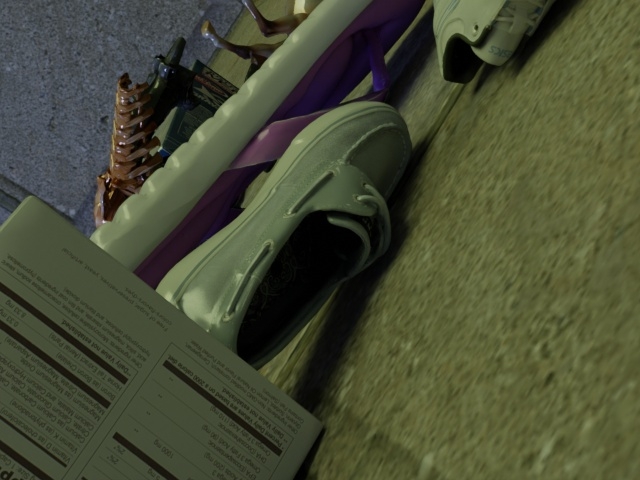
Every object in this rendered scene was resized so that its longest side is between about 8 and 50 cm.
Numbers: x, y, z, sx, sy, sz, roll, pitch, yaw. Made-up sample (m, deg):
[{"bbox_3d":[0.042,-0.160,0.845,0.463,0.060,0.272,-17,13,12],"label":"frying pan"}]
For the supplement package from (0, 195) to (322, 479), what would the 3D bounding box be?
[{"bbox_3d":[-0.172,0.161,0.622,0.199,0.198,0.263,-39,15,54],"label":"supplement package"}]

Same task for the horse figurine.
[{"bbox_3d":[-0.027,-0.251,1.287,0.066,0.174,0.263,-29,43,48],"label":"horse figurine"}]

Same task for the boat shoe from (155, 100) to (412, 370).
[{"bbox_3d":[-0.001,0.000,0.717,0.081,0.079,0.227,13,47,40],"label":"boat shoe"}]

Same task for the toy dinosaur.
[{"bbox_3d":[-0.122,-0.043,1.057,0.218,0.164,0.322,-62,6,-21],"label":"toy dinosaur"}]

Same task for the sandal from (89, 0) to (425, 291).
[{"bbox_3d":[-0.035,-0.055,0.926,0.416,0.102,0.169,-46,-4,-14],"label":"sandal"}]

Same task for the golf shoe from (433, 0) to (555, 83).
[{"bbox_3d":[0.117,-0.141,0.685,0.176,0.069,0.086,148,132,-68],"label":"golf shoe"}]

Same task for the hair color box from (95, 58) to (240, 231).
[{"bbox_3d":[-0.168,-0.076,1.448,0.174,0.105,0.347,-52,14,20],"label":"hair color box"}]
